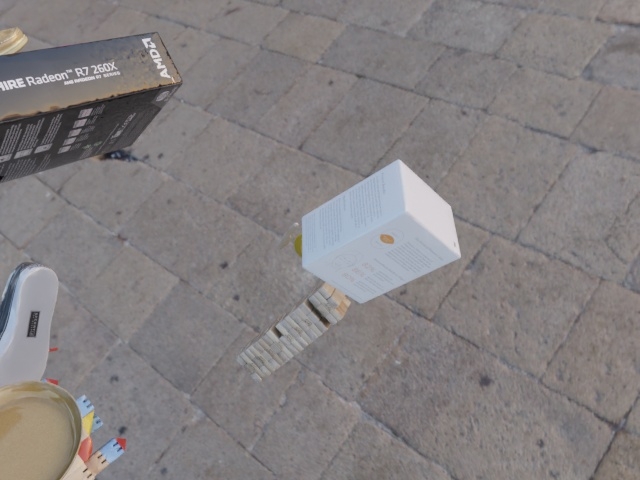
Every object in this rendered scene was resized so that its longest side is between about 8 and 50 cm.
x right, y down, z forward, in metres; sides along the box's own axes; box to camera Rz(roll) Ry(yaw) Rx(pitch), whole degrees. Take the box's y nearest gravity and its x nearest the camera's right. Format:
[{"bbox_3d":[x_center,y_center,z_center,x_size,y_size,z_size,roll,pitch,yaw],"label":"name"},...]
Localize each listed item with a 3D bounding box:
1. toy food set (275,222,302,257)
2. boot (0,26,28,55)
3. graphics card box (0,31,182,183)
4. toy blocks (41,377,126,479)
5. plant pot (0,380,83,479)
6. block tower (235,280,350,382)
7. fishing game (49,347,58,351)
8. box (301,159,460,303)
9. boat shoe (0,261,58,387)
[{"bbox_3d":[0.000,0.000,1.657,0.217,0.128,0.071,23,44,-11],"label":"toy food set"},{"bbox_3d":[-0.737,-0.434,1.160,0.261,0.204,0.095,-13,37,0],"label":"boot"},{"bbox_3d":[-0.401,-0.168,0.826,0.370,0.094,0.232,-27,-1,-40],"label":"graphics card box"},{"bbox_3d":[-0.689,0.514,1.556,0.260,0.190,0.382,-38,92,-30],"label":"toy blocks"},{"bbox_3d":[-0.509,0.344,0.983,0.236,0.032,0.237,-1,46,1],"label":"plant pot"},{"bbox_3d":[-0.070,0.224,1.476,0.335,0.091,0.097,-41,3,25],"label":"block tower"},{"bbox_3d":[-0.830,0.240,1.548,0.263,0.189,0.041,27,88,6],"label":"fishing game"},{"bbox_3d":[0.078,-0.006,0.804,0.170,0.130,0.091,-29,44,30],"label":"box"},{"bbox_3d":[-0.647,0.196,1.261,0.104,0.113,0.307,11,91,39],"label":"boat shoe"}]
